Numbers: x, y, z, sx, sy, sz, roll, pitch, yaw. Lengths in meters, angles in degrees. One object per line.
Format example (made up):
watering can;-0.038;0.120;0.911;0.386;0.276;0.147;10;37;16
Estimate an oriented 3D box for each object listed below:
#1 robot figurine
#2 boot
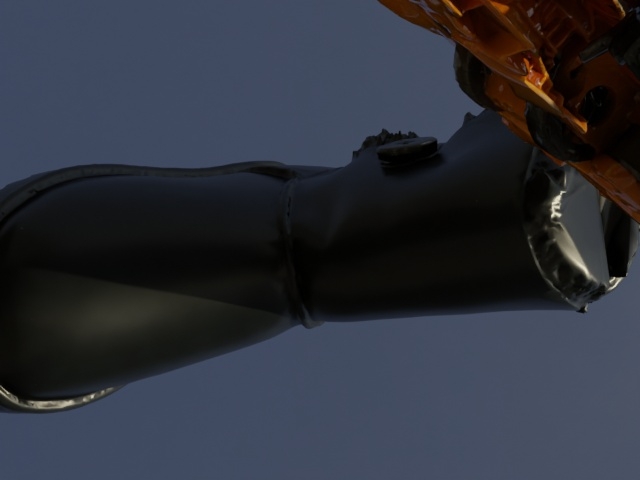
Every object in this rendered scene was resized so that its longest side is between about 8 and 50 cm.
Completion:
robot figurine;0.045;-0.101;0.524;0.085;0.291;0.211;-50;-138;4
boot;0.000;0.000;0.702;0.207;0.246;0.094;-8;-86;35
